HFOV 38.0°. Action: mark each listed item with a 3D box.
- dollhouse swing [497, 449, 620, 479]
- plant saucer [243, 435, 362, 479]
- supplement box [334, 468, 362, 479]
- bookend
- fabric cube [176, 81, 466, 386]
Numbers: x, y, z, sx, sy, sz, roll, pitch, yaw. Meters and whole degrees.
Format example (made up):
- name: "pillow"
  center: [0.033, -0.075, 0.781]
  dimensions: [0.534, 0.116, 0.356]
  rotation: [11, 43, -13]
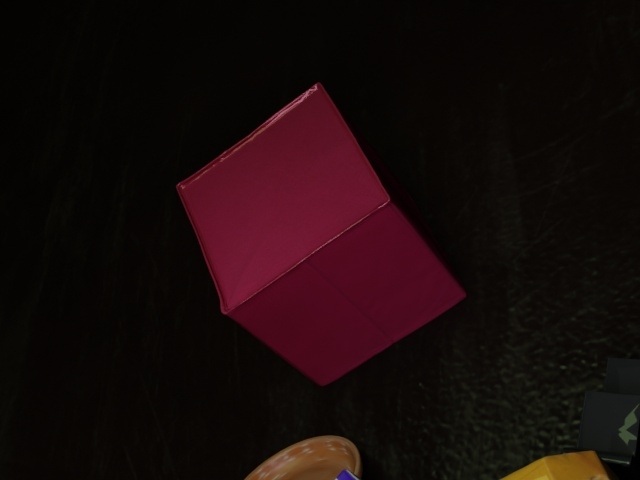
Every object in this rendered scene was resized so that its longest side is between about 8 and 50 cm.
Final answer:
- name: "dollhouse swing"
  center: [0.166, 0.403, 0.850]
  dimensions: [0.305, 0.347, 0.315]
  rotation: [-18, 53, 22]
- name: "plant saucer"
  center: [-0.031, 0.328, 1.182]
  dimensions: [0.200, 0.037, 0.200]
  rotation: [-26, 18, 9]
- name: "supplement box"
  center: [0.007, 0.304, 0.705]
  dimensions: [0.220, 0.111, 0.114]
  rotation: [-51, 48, -5]
- name: "bookend"
  center: [0.328, 0.188, 1.011]
  dimensions: [0.072, 0.157, 0.156]
  rotation: [0, 63, 33]
- name: "fabric cube"
  center: [0.000, 0.000, 1.274]
  dimensions: [0.259, 0.258, 0.254]
  rotation: [-34, 50, 10]
